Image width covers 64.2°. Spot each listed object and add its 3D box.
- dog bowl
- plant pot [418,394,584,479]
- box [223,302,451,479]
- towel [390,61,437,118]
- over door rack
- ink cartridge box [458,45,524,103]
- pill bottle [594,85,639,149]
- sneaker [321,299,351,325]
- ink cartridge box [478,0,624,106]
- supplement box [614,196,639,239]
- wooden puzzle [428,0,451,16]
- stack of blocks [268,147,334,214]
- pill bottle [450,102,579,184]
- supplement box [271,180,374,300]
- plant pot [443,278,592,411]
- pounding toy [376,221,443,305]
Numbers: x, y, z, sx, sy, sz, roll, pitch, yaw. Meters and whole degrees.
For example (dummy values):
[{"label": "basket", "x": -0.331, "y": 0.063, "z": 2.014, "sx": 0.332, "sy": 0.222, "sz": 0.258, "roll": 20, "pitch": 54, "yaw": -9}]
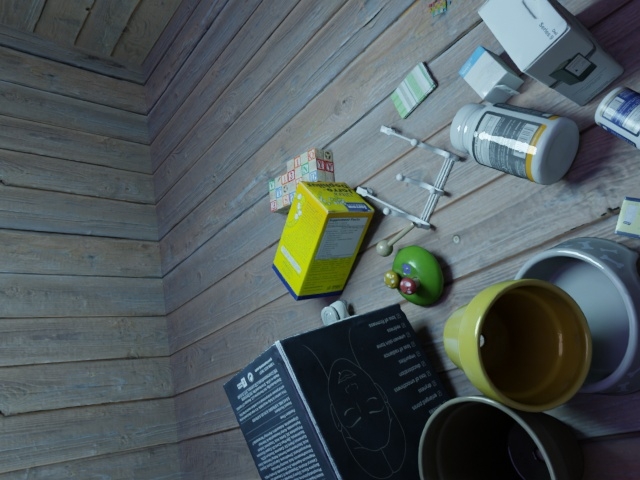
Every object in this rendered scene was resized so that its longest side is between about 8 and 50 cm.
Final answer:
[{"label": "dog bowl", "x": 0.558, "y": 0.166, "z": 1.104, "sx": 0.349, "sy": 0.102, "sz": 0.348, "roll": 7, "pitch": 98, "yaw": 61}, {"label": "plant pot", "x": 0.430, "y": 0.493, "z": 1.130, "sx": 0.323, "sy": 0.281, "sz": 0.322, "roll": -7, "pitch": 81, "yaw": 49}, {"label": "box", "x": 0.088, "y": 0.470, "z": 1.319, "sx": 0.297, "sy": 0.480, "sz": 0.471, "roll": -45, "pitch": 65, "yaw": 39}, {"label": "towel", "x": 0.292, "y": -0.472, "z": 1.614, "sx": 0.152, "sy": 0.023, "sz": 0.113, "roll": -45, "pitch": 51, "yaw": 39}, {"label": "over door rack", "x": 0.243, "y": -0.202, "z": 1.568, "sx": 0.324, "sy": 0.108, "sz": 0.239, "roll": 37, "pitch": 112, "yaw": 45}, {"label": "ink cartridge box", "x": 0.457, "y": -0.429, "z": 1.356, "sx": 0.090, "sy": 0.092, "sz": 0.143, "roll": -51, "pitch": 50, "yaw": 33}, {"label": "pill bottle", "x": 0.679, "y": -0.246, "z": 1.074, "sx": 0.169, "sy": 0.094, "sz": 0.094, "roll": 53, "pitch": 124, "yaw": 38}, {"label": "sneaker", "x": 0.084, "y": 0.318, "z": 1.714, "sx": 0.090, "sy": 0.095, "sz": 0.234, "roll": -8, "pitch": 99, "yaw": 44}, {"label": "ink cartridge box", "x": 0.514, "y": -0.445, "z": 1.140, "sx": 0.121, "sy": 0.289, "sz": 0.211, "roll": -45, "pitch": 54, "yaw": 36}, {"label": "supplement box", "x": 0.681, "y": -0.042, "z": 1.074, "sx": 0.083, "sy": 0.056, "sz": 0.083, "roll": 20, "pitch": 101, "yaw": 49}, {"label": "wooden puzzle", "x": 0.364, "y": -0.719, "z": 1.567, "sx": 0.083, "sy": 0.006, "sz": 0.049, "roll": -8, "pitch": 79, "yaw": 49}, {"label": "stack of blocks", "x": -0.078, "y": -0.221, "z": 1.959, "sx": 0.297, "sy": 0.087, "sz": 0.171, "roll": -19, "pitch": 71, "yaw": 47}, {"label": "pill bottle", "x": 0.471, "y": -0.251, "z": 1.267, "sx": 0.278, "sy": 0.162, "sz": 0.162, "roll": 34, "pitch": 111, "yaw": 47}, {"label": "supplement box", "x": 0.000, "y": 0.000, "z": 1.721, "sx": 0.195, "sy": 0.194, "sz": 0.356, "roll": 49, "pitch": 130, "yaw": 41}, {"label": "plant pot", "x": 0.388, "y": 0.215, "z": 1.088, "sx": 0.239, "sy": 0.254, "sz": 0.253, "roll": 142, "pitch": 127, "yaw": -76}, {"label": "pounding toy", "x": 0.240, "y": 0.090, "z": 1.485, "sx": 0.183, "sy": 0.110, "sz": 0.236, "roll": -40, "pitch": 71, "yaw": 52}]
